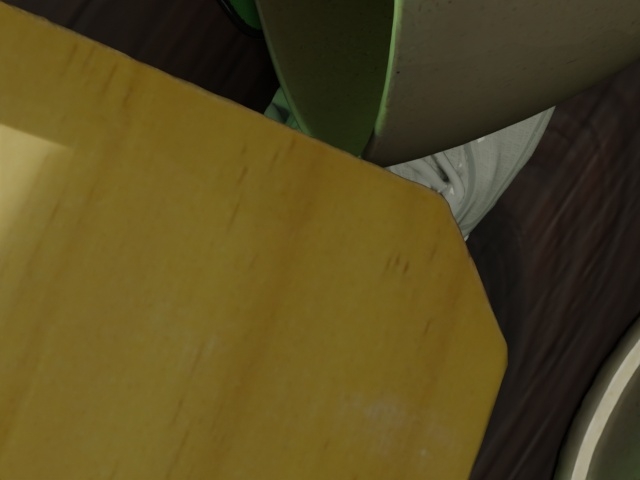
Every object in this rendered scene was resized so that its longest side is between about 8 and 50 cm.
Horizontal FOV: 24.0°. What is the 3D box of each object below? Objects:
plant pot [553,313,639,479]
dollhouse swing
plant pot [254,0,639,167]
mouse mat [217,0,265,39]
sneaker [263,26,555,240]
[{"bbox_3d":[0.307,0.160,0.605,0.334,0.305,0.333,-1,95,-19],"label":"plant pot"},{"bbox_3d":[-0.160,0.116,0.481,0.347,0.315,0.304,21,68,-24],"label":"dollhouse swing"},{"bbox_3d":[0.075,-0.175,0.496,0.191,0.284,0.284,-10,97,-11],"label":"plant pot"},{"bbox_3d":[-0.027,-0.199,0.625,0.153,0.007,0.189,-41,104,-12],"label":"mouse mat"},{"bbox_3d":[0.000,0.000,0.591,0.292,0.118,0.110,-43,104,-13],"label":"sneaker"}]
